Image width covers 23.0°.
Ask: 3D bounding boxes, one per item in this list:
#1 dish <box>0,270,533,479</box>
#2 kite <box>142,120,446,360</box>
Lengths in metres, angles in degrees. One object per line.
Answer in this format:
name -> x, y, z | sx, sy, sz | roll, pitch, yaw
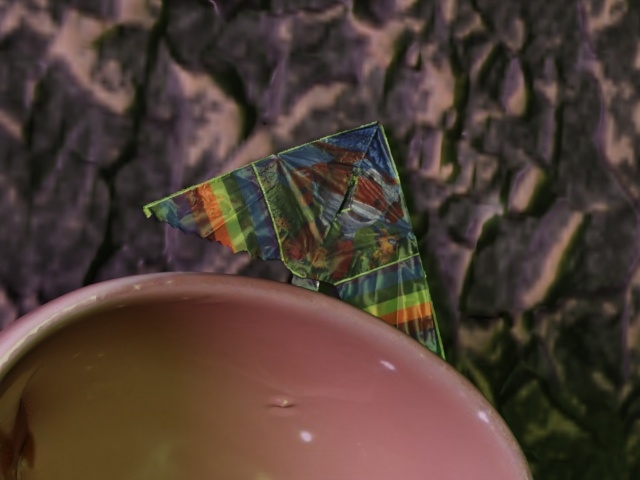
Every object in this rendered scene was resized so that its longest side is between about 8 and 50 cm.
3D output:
dish -> -0.043, 0.111, 0.453 | 0.213, 0.090, 0.213 | 0, 91, -27
kite -> 0.000, 0.000, 0.517 | 0.122, 0.004, 0.090 | 23, 81, -23
